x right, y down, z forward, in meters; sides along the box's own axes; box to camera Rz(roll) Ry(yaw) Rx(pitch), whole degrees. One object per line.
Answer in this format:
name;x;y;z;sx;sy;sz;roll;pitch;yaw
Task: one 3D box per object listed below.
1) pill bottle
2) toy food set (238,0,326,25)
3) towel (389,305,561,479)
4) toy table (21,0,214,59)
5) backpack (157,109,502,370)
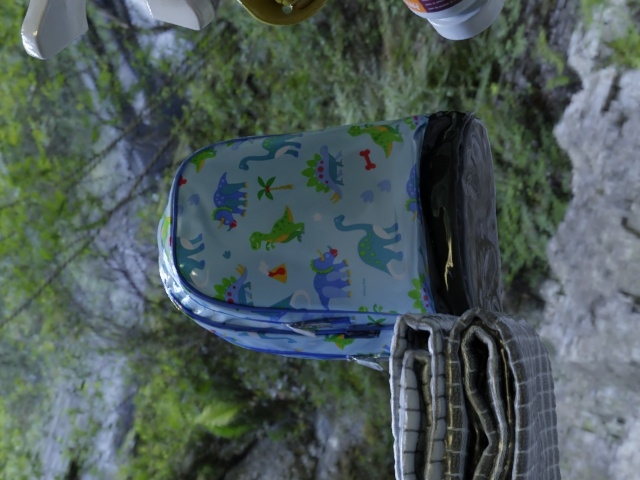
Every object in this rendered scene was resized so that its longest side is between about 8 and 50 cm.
pill bottle;0.135;-0.347;1.131;0.121;0.121;0.221;14;163;40
toy food set;-0.040;-0.354;1.039;0.128;0.217;0.071;4;175;-7
towel;0.143;0.202;0.805;0.121;0.283;0.235;-4;173;17
toy table;-0.233;-0.320;0.971;0.274;0.252;0.160;32;146;32
backpack;0.000;0.000;1.041;0.356;0.290;0.273;-5;167;26
